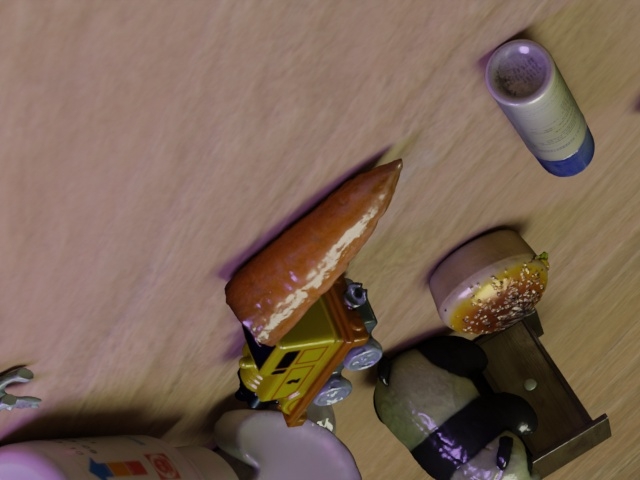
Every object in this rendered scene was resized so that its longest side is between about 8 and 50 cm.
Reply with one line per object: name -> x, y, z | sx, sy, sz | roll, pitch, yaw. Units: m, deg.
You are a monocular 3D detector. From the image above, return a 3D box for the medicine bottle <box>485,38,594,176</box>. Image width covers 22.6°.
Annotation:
medicine bottle -> 0.195, -0.110, 1.397 | 0.059, 0.059, 0.231 | -34, 160, 7

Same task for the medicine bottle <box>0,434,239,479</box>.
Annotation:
medicine bottle -> -0.204, 0.273, 1.554 | 0.170, 0.170, 0.293 | -41, 158, 23

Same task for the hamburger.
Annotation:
hamburger -> 0.186, 0.049, 1.715 | 0.126, 0.081, 0.141 | -42, 156, 27

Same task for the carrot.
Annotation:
carrot -> 0.000, 0.000, 1.385 | 0.205, 0.072, 0.072 | -47, 156, 17

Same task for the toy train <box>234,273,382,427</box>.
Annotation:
toy train -> -0.022, 0.105, 1.554 | 0.127, 0.089, 0.219 | -6, 150, -29

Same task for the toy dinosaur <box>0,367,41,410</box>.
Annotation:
toy dinosaur -> -0.306, 0.142, 1.298 | 0.082, 0.039, 0.209 | -40, 158, 25

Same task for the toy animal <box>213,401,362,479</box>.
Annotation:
toy animal -> -0.051, 0.313, 1.800 | 0.206, 0.272, 0.265 | 2, 165, -16

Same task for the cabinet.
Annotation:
cabinet -> 0.233, 0.220, 2.042 | 0.215, 0.175, 0.148 | -31, 160, 0

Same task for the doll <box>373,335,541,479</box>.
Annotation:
doll -> 0.159, 0.221, 1.886 | 0.143, 0.234, 0.135 | -46, 170, 25
